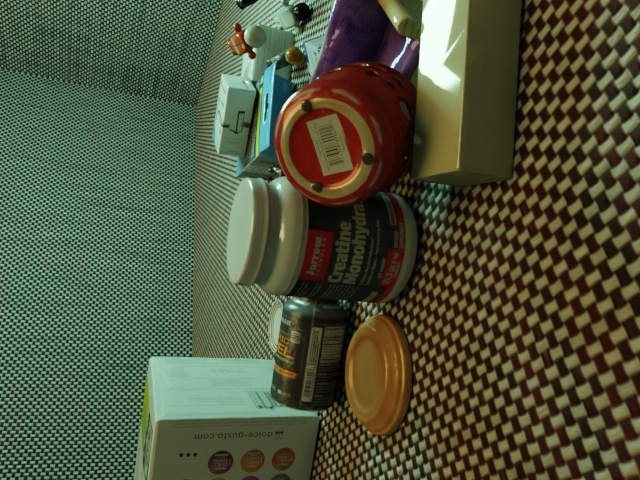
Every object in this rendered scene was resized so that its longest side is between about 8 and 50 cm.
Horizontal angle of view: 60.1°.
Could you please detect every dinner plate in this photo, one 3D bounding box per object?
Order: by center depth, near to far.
[{"bbox_3d":[-0.114,0.230,1.486,0.141,0.017,0.141,-172,90,-70],"label":"dinner plate"}]

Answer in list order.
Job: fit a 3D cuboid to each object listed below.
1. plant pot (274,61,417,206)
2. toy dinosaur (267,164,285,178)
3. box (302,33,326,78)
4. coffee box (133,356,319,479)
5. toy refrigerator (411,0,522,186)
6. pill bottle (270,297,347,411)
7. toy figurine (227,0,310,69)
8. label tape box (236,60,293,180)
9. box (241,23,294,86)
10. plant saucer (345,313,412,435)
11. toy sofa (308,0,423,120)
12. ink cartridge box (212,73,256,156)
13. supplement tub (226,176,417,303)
[{"bbox_3d":[0.037,-0.147,0.779,0.174,0.191,0.191,-40,-26,-56],"label":"plant pot"},{"bbox_3d":[-0.054,-0.149,1.357,0.313,0.121,0.160,-48,52,50],"label":"toy dinosaur"},{"bbox_3d":[0.025,-0.359,1.165,0.137,0.072,0.126,-126,18,-60],"label":"box"},{"bbox_3d":[-0.233,0.485,1.265,0.338,0.338,0.334,-155,72,-68],"label":"coffee box"},{"bbox_3d":[0.193,-0.211,0.721,0.102,0.094,0.269,176,98,-65],"label":"toy refrigerator"},{"bbox_3d":[-0.019,0.196,1.089,0.130,0.131,0.245,-162,80,-69],"label":"pill bottle"},{"bbox_3d":[-0.136,-0.594,1.541,0.148,0.210,0.212,4,81,53],"label":"toy figurine"},{"bbox_3d":[-0.151,-0.337,1.634,0.348,0.115,0.249,163,111,-65],"label":"label tape box"},{"bbox_3d":[-0.172,-0.548,1.738,0.181,0.119,0.181,173,104,-69],"label":"box"},{"bbox_3d":[0.089,0.223,0.931,0.200,0.037,0.199,-172,90,-69],"label":"plant saucer"},{"bbox_3d":[0.067,-0.228,0.934,0.150,0.177,0.362,-104,30,-44],"label":"toy sofa"},{"bbox_3d":[-0.258,-0.371,1.635,0.148,0.086,0.203,-118,37,-55],"label":"ink cartridge box"},{"bbox_3d":[0.000,0.000,0.899,0.191,0.272,0.191,-174,90,-69],"label":"supplement tub"}]
